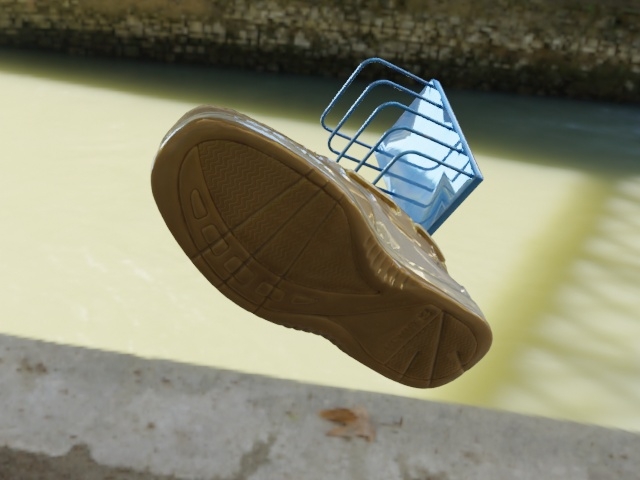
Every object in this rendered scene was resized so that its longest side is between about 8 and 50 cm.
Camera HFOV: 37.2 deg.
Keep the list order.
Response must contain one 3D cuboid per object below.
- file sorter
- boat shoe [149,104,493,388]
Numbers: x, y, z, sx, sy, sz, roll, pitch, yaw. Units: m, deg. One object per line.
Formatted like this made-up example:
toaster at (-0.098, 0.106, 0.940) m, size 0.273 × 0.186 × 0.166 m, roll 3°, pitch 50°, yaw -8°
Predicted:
file sorter at (0.079, -0.097, 1.035) m, size 0.104 × 0.118 × 0.170 m, roll 18°, pitch 38°, yaw -31°
boat shoe at (0.000, 0.000, 0.375) m, size 0.170 × 0.063 × 0.059 m, roll 40°, pitch 19°, yaw -35°
